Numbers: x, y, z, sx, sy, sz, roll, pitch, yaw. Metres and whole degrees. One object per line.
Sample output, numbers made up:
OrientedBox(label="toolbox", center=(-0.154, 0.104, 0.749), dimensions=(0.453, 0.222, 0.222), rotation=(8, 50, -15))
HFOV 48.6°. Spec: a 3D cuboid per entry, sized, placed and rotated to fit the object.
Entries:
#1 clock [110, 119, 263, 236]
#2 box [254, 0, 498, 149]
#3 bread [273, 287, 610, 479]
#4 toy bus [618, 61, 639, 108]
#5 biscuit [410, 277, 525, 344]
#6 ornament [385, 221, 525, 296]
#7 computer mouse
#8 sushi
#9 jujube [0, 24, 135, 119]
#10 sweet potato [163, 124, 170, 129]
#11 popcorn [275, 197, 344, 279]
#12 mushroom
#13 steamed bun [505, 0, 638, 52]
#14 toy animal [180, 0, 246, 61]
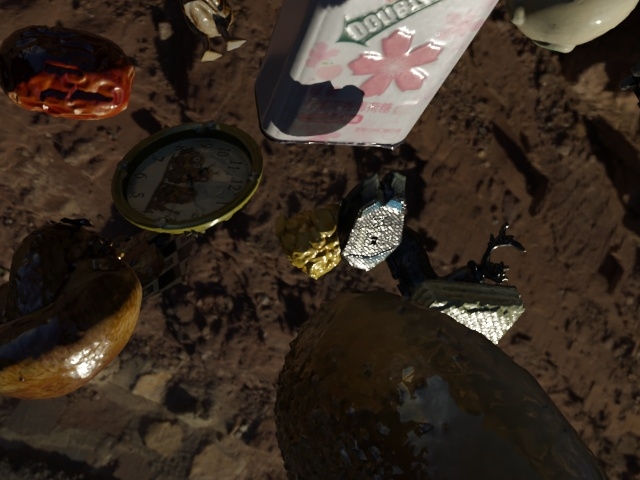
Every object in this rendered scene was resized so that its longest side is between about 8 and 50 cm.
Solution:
OrientedBox(label="clock", center=(-0.198, -0.089, 1.078), dimensions=(0.237, 0.237, 0.057), rotation=(-38, 144, -24))
OrientedBox(label="box", center=(0.063, -0.234, 0.699), dimensions=(0.190, 0.370, 0.112), rotation=(1, 63, -21))
OrientedBox(label="bread", center=(0.076, 0.180, 0.512), dimensions=(0.158, 0.305, 0.306), rotation=(-38, 126, -18))
OrientedBox(label="toy bus", center=(0.406, -0.176, 0.808), dimensions=(0.083, 0.088, 0.194), rotation=(62, 19, 3))
OrientedBox(label="biscuit", center=(0.102, 0.115, 0.703), dimensions=(0.121, 0.041, 0.199), rotation=(8, 133, -28))
OrientedBox(label="ornament", center=(0.246, 0.021, 1.305), dimensions=(0.202, 0.236, 0.080), rotation=(65, 21, 6))
OrientedBox(label="computer mouse", center=(0.054, -0.027, 0.791), dimensions=(0.079, 0.047, 0.135), rotation=(-10, 133, -26))
OrientedBox(label="sushi", center=(-0.468, 0.033, 1.785), dimensions=(0.320, 0.339, 0.069), rotation=(-25, 124, 17))
OrientedBox(label="jujube", center=(-0.489, -0.323, 1.368), dimensions=(0.250, 0.174, 0.174), rotation=(11, 99, -10))
OrientedBox(label="sweet potato", center=(-0.380, -0.278, 1.817), dimensions=(0.026, 0.115, 0.026), rotation=(-23, 128, -33))
OrientedBox(label="popcorn", center=(-0.017, 0.004, 1.550), dimensions=(0.163, 0.194, 0.140), rotation=(-13, 70, -22))
OrientedBox(label="mushroom", center=(-0.389, 0.106, 1.047), dimensions=(0.195, 0.263, 0.283), rotation=(46, 53, -41))
OrientedBox(label="steamed bun", center=(0.388, -0.383, 1.126), dimensions=(0.177, 0.228, 0.131), rotation=(37, 78, -20))
OrientedBox(label="toy animal", center=(-0.203, -0.413, 1.219), dimensions=(0.188, 0.089, 0.179), rotation=(16, 55, -78))
